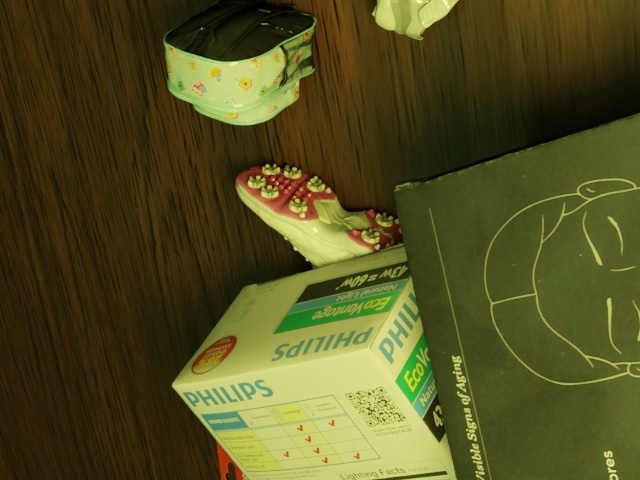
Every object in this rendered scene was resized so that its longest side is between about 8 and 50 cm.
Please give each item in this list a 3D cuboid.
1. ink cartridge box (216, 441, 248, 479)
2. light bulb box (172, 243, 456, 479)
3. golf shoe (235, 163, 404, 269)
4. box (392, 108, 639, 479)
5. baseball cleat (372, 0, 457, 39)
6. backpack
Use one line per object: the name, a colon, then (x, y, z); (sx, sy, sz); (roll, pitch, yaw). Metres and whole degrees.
ink cartridge box: (-0.091, 0.445, 1.904); (0.232, 0.066, 0.189); (9, 117, 28)
light bulb box: (0.066, 0.226, 1.508); (0.358, 0.225, 0.361); (-16, 118, 39)
golf shoe: (0.000, 0.000, 1.583); (0.306, 0.115, 0.140); (30, 129, 23)
box: (0.377, 0.110, 1.141); (0.472, 0.297, 0.479); (-16, 85, 44)
baseball cleat: (0.130, -0.344, 1.358); (0.109, 0.072, 0.206); (22, 129, 10)
backpack: (-0.115, -0.237, 1.497); (0.166, 0.188, 0.144); (23, 124, 25)
